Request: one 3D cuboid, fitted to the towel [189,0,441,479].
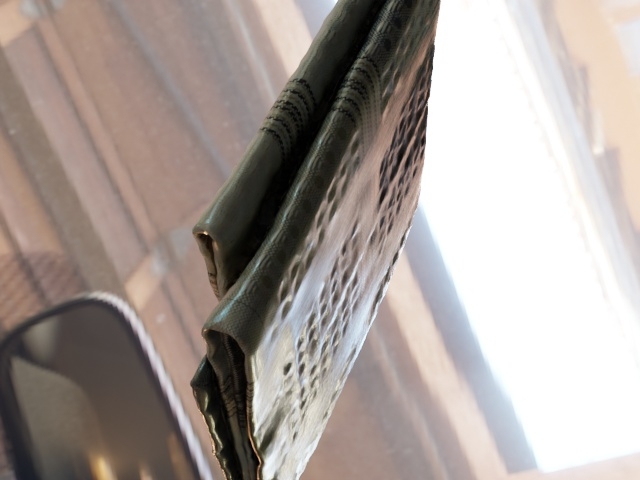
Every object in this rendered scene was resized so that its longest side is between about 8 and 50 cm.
[{"bbox_3d":[0.000,0.000,0.840,0.312,0.056,0.324,89,-158,-58],"label":"towel"}]
